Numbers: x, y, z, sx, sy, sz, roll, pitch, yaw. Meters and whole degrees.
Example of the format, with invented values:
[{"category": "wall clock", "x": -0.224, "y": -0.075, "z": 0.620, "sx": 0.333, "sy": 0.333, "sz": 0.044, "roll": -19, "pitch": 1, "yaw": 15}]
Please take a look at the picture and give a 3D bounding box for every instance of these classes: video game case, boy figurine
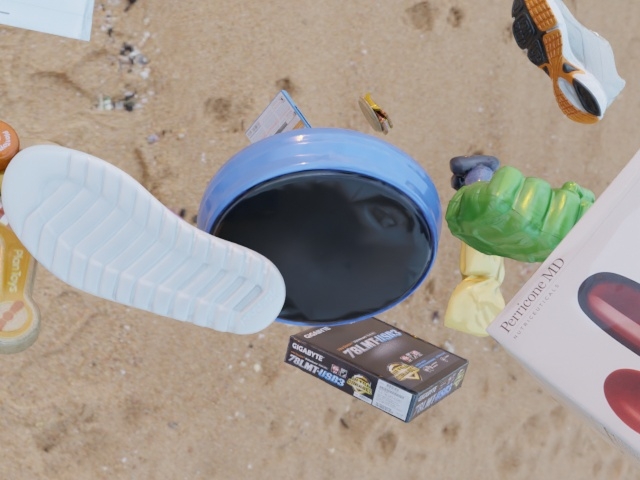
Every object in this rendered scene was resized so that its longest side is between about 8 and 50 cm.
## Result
[{"category": "video game case", "x": -0.064, "y": -0.182, "z": 1.401, "sx": 0.119, "sy": 0.166, "sz": 0.015, "roll": -45, "pitch": 155, "yaw": 25}, {"category": "boy figurine", "x": 0.240, "y": 0.016, "z": 1.157, "sx": 0.177, "sy": 0.092, "sz": 0.285, "roll": 66, "pitch": 29, "yaw": -63}]

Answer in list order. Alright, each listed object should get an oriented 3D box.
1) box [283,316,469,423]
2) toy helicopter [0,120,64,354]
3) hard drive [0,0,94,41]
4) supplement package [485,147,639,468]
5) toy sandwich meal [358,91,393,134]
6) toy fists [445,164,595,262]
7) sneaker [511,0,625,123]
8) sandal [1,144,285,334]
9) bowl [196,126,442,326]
[{"category": "box", "x": 0.124, "y": 0.252, "z": 1.569, "sx": 0.295, "sy": 0.293, "sz": 0.073, "roll": -9, "pitch": 119, "yaw": -58}, {"category": "toy helicopter", "x": -0.417, "y": -0.001, "z": 1.085, "sx": 0.235, "sy": 0.140, "sz": 0.355, "roll": 8, "pitch": 55, "yaw": -23}, {"category": "hard drive", "x": -0.354, "y": -0.409, "z": 0.873, "sx": 0.203, "sy": 0.040, "sz": 0.307, "roll": 7, "pitch": 103, "yaw": -22}, {"category": "supplement package", "x": 0.259, "y": 0.066, "z": 0.473, "sx": 0.194, "sy": 0.203, "sz": 0.149, "roll": -50, "pitch": 139, "yaw": 0}, {"category": "toy sandwich meal", "x": 0.100, "y": -0.233, "z": 1.368, "sx": 0.029, "sy": 0.085, "sz": 0.085, "roll": -32, "pitch": 122, "yaw": -1}, {"category": "toy fists", "x": 0.281, "y": 0.002, "z": 0.832, "sx": 0.279, "sy": 0.142, "sz": 0.096, "roll": 27, "pitch": 84, "yaw": -18}, {"category": "sneaker", "x": 0.426, "y": -0.334, "z": 1.275, "sx": 0.121, "sy": 0.099, "sz": 0.262, "roll": -39, "pitch": 105, "yaw": -25}, {"category": "sandal", "x": -0.248, "y": 0.014, "z": 1.053, "sx": 0.416, "sy": 0.102, "sz": 0.169, "roll": 32, "pitch": 93, "yaw": -16}, {"category": "bowl", "x": 0.000, "y": 0.000, "z": 1.181, "sx": 0.391, "sy": 0.391, "sz": 0.077, "roll": 45, "pitch": 29, "yaw": -38}]
